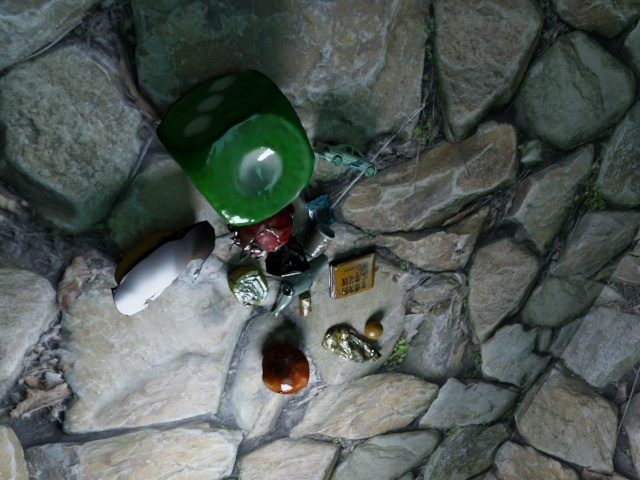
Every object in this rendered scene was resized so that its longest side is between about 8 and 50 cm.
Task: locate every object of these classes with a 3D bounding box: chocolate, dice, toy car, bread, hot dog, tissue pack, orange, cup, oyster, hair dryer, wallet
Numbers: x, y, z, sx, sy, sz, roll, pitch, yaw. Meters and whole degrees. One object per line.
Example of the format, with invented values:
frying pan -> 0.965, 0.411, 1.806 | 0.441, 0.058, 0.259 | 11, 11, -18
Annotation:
chocolate -> -0.118, 0.028, 1.554 | 0.156, 0.156, 0.133 | -16, 109, -22
dice -> -0.208, -0.236, 1.226 | 0.297, 0.300, 0.287 | -38, 133, -8
toy car -> 0.084, -0.263, 1.518 | 0.224, 0.090, 0.076 | 10, 106, -35
bread -> -0.054, 0.237, 1.769 | 0.047, 0.036, 0.083 | -14, 122, -20
hot dog -> -0.456, 0.058, 1.382 | 0.326, 0.107, 0.194 | -31, 139, -24
tissue pack -> -0.002, -0.093, 1.610 | 0.085, 0.028, 0.138 | -26, 134, -9
bread -> -0.233, 0.153, 1.593 | 0.117, 0.064, 0.156 | -37, 129, -5
orange -> 0.220, 0.367, 1.988 | 0.085, 0.085, 0.085 | -15, 124, -23
cup -> -0.007, -0.005, 1.633 | 0.074, 0.102, 0.099 | 38, 114, -4
oyster -> 0.146, 0.444, 1.996 | 0.345, 0.078, 0.129 | 31, 91, -37
hair dryer -> -0.069, 0.145, 1.682 | 0.229, 0.092, 0.267 | -41, 170, -30
wallet -> 0.122, 0.134, 1.807 | 0.195, 0.042, 0.161 | -14, 124, -23

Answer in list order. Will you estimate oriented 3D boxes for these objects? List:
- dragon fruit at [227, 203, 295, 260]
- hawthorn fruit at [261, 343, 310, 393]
dragon fruit -> -0.178, -0.048, 1.426 | 0.193, 0.192, 0.274 | 13, 111, -13
hawthorn fruit -> -0.121, 0.486, 1.790 | 0.185, 0.185, 0.202 | -43, 135, -1
